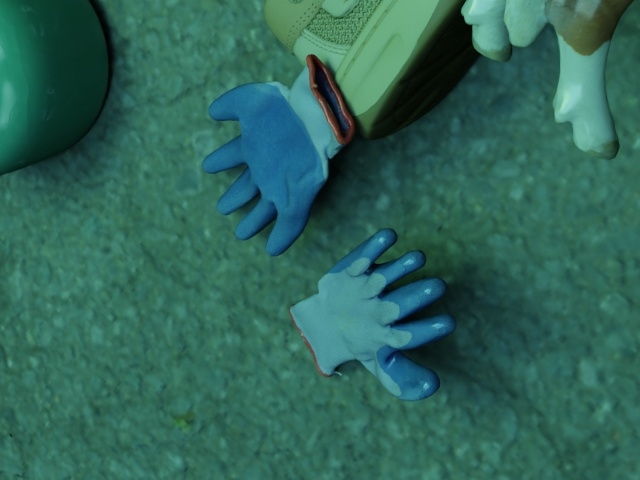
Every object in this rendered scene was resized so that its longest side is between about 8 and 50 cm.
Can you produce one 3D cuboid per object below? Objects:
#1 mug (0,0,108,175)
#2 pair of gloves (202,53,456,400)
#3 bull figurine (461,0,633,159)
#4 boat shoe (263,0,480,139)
[{"bbox_3d":[-0.211,-0.091,0.888,0.129,0.097,0.158,33,116,13],"label":"mug"},{"bbox_3d":[0.000,0.000,0.796,0.198,0.023,0.159,63,152,4],"label":"pair of gloves"},{"bbox_3d":[0.214,-0.104,0.624,0.310,0.101,0.188,23,120,-7],"label":"bull figurine"},{"bbox_3d":[0.085,-0.204,0.706,0.110,0.121,0.341,46,117,15],"label":"boat shoe"}]
